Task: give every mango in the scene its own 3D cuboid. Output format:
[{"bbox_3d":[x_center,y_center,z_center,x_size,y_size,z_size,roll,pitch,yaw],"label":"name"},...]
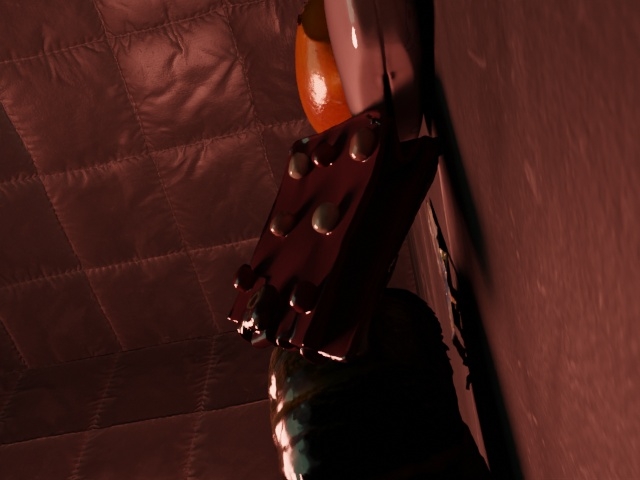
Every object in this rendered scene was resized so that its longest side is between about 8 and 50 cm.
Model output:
[{"bbox_3d":[0.045,-0.210,0.897,0.257,0.138,0.187,80,-166,-55],"label":"mango"}]

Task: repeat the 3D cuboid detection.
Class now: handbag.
[{"bbox_3d":[-0.002,-0.002,0.594,0.203,0.074,0.216,0,64,66],"label":"handbag"}]

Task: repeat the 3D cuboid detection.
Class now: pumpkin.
[{"bbox_3d":[0.064,0.208,0.680,0.320,0.192,0.320,-21,-90,-82],"label":"pumpkin"}]

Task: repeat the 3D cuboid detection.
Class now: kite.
[{"bbox_3d":[0.144,0.049,0.783,0.310,0.015,0.169,-66,-35,-79],"label":"kite"}]

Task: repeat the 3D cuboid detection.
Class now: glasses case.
[{"bbox_3d":[0.050,-0.163,0.589,0.297,0.075,0.113,52,-153,-75],"label":"glasses case"}]
